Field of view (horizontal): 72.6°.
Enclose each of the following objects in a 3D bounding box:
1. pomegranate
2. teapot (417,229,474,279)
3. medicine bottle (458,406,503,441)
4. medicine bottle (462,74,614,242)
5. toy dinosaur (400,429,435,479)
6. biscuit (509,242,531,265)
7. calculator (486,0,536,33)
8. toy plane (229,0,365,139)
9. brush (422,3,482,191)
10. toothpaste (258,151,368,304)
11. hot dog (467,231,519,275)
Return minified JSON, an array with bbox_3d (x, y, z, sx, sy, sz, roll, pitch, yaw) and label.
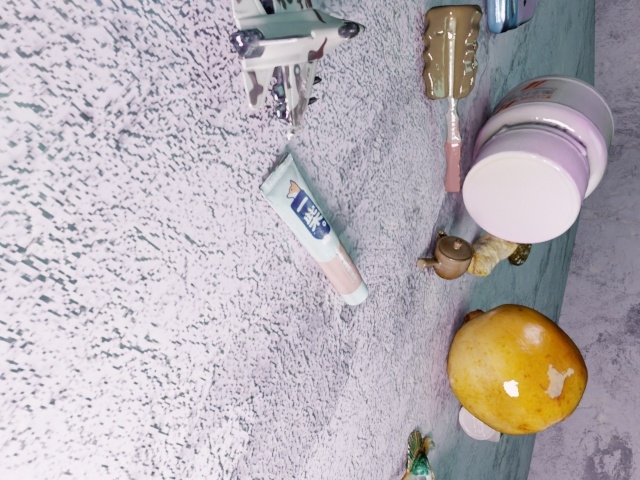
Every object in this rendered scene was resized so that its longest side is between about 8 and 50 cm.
[{"bbox_3d":[0.380,0.254,0.881,0.264,0.264,0.264,-14,107,-52],"label":"pomegranate"},{"bbox_3d":[0.210,0.030,0.772,0.110,0.085,0.080,-16,137,-22],"label":"teapot"},{"bbox_3d":[0.417,0.419,1.086,0.188,0.088,0.132,-1,97,-55],"label":"medicine bottle"},{"bbox_3d":[0.425,-0.161,0.861,0.302,0.241,0.241,-51,134,-37],"label":"medicine bottle"},{"bbox_3d":[0.172,0.403,0.793,0.187,0.044,0.106,30,58,-39],"label":"toy dinosaur"},{"bbox_3d":[0.622,-0.072,1.323,0.305,0.038,0.305,-14,107,-52],"label":"biscuit"},{"bbox_3d":[0.416,-0.551,0.942,0.293,0.051,0.173,-39,127,-44],"label":"calculator"},{"bbox_3d":[-0.019,-0.181,0.388,0.234,0.082,0.160,-58,146,-58],"label":"toy plane"},{"bbox_3d":[0.211,-0.212,0.704,0.071,0.084,0.301,-44,135,-43],"label":"brush"},{"bbox_3d":[0.000,0.000,0.482,0.056,0.036,0.205,-59,134,-30],"label":"toothpaste"},{"bbox_3d":[0.372,0.026,0.975,0.169,0.061,0.078,-31,90,-24],"label":"hot dog"}]
